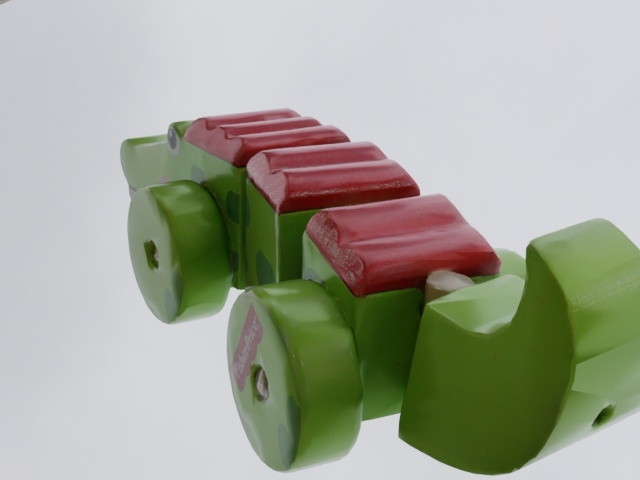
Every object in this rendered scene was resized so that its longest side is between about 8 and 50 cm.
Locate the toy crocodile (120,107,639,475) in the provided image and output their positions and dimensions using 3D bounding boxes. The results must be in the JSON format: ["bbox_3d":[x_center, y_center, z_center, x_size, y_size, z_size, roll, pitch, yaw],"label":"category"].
[{"bbox_3d":[0.000,0.000,0.474,0.340,0.115,0.105,-142,-131,-57],"label":"toy crocodile"}]

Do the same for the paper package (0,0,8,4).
[{"bbox_3d":[-0.251,-0.366,0.743,0.325,0.168,0.309,39,-42,26],"label":"paper package"}]
